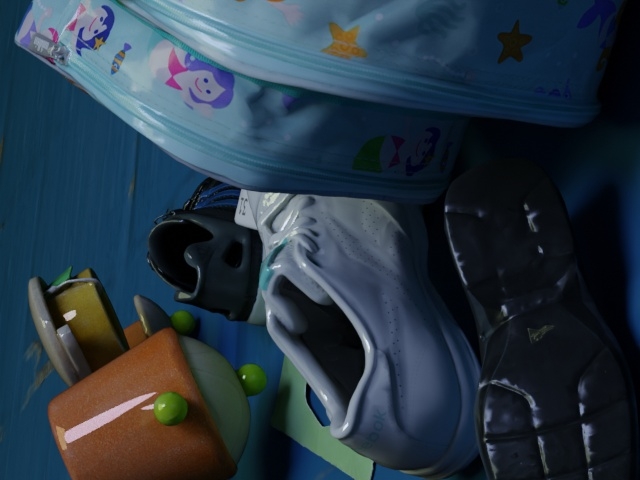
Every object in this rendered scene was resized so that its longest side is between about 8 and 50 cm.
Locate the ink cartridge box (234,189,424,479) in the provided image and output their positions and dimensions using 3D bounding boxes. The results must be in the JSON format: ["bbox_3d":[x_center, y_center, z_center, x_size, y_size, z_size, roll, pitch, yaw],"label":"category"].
[{"bbox_3d":[0.000,0.000,0.903,0.171,0.056,0.235,-164,88,-70],"label":"ink cartridge box"}]

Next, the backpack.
[{"bbox_3d":[0.002,-0.119,0.686,0.253,0.225,0.191,26,106,47],"label":"backpack"}]

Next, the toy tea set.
[{"bbox_3d":[-0.096,0.104,1.059,0.336,0.124,0.200,-120,7,-60],"label":"toy tea set"}]

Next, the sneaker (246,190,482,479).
[{"bbox_3d":[0.001,0.012,0.752,0.080,0.094,0.212,-49,49,26],"label":"sneaker"}]

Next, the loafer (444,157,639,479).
[{"bbox_3d":[0.091,0.053,0.634,0.061,0.062,0.170,53,-152,-62],"label":"loafer"}]

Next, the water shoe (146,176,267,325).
[{"bbox_3d":[-0.075,-0.007,1.071,0.203,0.080,0.073,-135,58,-67],"label":"water shoe"}]
